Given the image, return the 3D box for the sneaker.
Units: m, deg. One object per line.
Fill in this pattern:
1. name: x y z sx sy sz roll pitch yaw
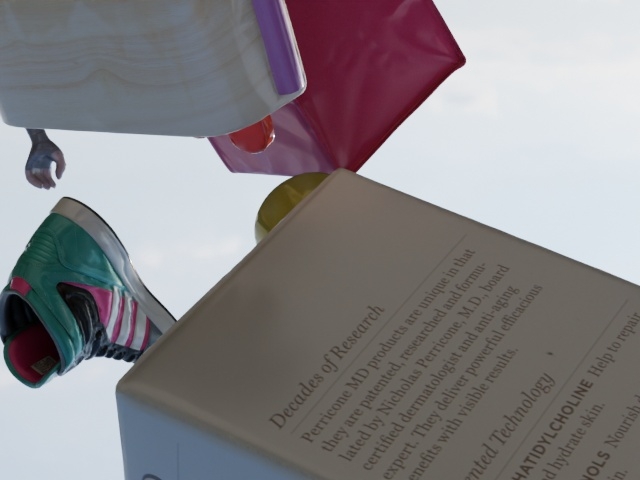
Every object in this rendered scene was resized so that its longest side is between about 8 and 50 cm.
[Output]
1. sneaker: -0.266 0.112 1.926 0.123 0.295 0.178 15 -124 44

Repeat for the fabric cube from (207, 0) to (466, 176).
1. fabric cube: -0.023 -0.250 2.156 0.254 0.259 0.258 -45 -152 -25

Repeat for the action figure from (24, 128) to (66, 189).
1. action figure: -0.300 -0.221 1.616 0.248 0.276 0.370 -44 167 19

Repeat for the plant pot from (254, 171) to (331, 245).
1. plant pot: 0.000 0.000 1.979 0.134 0.134 0.095 -12 -151 -15

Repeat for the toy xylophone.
1. toy xylophone: -0.169 -0.177 1.308 0.322 0.236 0.081 13 -140 31

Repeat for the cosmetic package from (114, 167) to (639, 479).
1. cosmetic package: 0.093 0.209 1.371 0.393 0.329 0.327 22 -136 23
